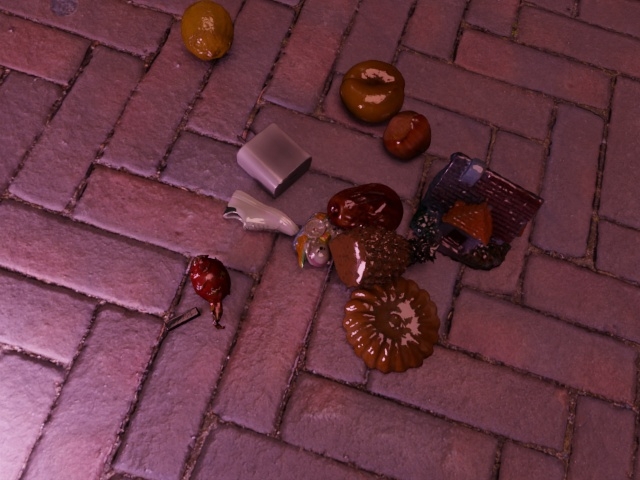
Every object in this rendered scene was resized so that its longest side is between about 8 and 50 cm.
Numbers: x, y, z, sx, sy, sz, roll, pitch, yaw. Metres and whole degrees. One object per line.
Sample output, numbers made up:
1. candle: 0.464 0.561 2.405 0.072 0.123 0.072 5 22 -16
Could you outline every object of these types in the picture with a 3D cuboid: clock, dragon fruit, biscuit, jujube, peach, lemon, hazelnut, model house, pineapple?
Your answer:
1. clock: 0.000 0.000 1.666 0.144 0.103 0.231 31 70 13
2. dragon fruit: -0.341 0.163 1.572 0.125 0.125 0.245 -10 87 -23
3. biscuit: 0.235 0.265 1.608 0.326 0.107 0.325 2 75 -7
4. jujube: 0.151 -0.100 1.656 0.256 0.190 0.189 -2 70 -33
5. peach: 0.194 -0.556 1.852 0.252 0.153 0.250 5 67 -11
6. lemon: -0.416 -0.774 1.830 0.193 0.192 0.230 -5 76 -8
7. hazelnut: 0.323 -0.385 1.798 0.182 0.182 0.181 2 71 -6
8. model house: 0.538 -0.113 1.643 0.360 0.339 0.297 31 69 4
9. pineapple: 0.222 0.044 1.594 0.362 0.202 0.201 -7 71 -29

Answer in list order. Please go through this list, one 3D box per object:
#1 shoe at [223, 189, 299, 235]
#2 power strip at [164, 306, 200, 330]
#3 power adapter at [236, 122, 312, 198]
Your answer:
1. shoe: -0.204 -0.064 1.673 0.265 0.095 0.110 30 71 13
2. power strip: -0.434 0.247 1.569 0.111 0.038 0.029 -27 76 -15
3. power adapter: -0.182 -0.299 1.736 0.255 0.124 0.187 43 71 9
